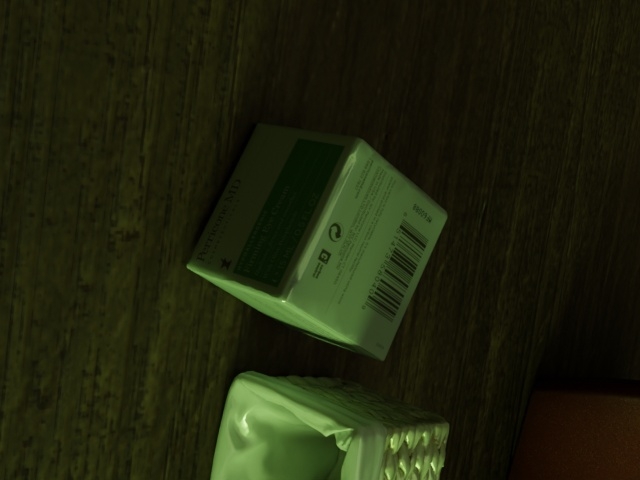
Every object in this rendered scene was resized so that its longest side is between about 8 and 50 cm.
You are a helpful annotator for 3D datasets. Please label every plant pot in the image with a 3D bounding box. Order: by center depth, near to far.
[{"bbox_3d":[0.308,0.247,0.811,0.267,0.236,0.267,16,88,-46],"label":"plant pot"}]

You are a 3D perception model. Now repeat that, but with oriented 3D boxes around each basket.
[{"bbox_3d":[0.002,0.172,0.571,0.103,0.113,0.167,4,99,-48],"label":"basket"}]

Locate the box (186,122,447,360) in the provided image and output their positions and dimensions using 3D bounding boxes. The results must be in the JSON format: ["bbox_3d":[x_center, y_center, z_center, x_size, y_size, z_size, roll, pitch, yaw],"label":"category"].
[{"bbox_3d":[0.000,0.000,0.539,0.102,0.087,0.101,35,75,-44],"label":"box"}]
